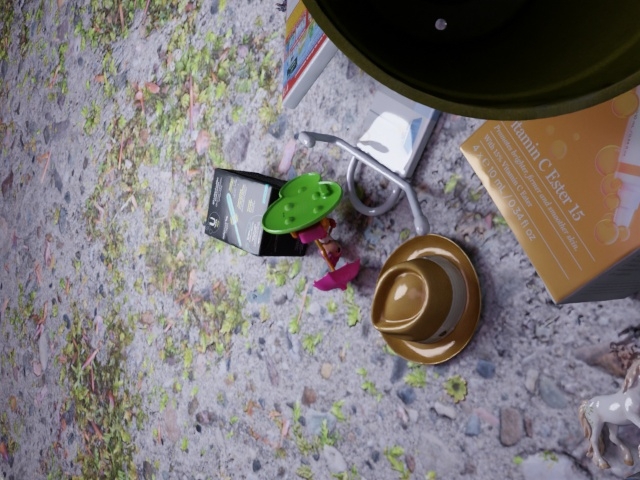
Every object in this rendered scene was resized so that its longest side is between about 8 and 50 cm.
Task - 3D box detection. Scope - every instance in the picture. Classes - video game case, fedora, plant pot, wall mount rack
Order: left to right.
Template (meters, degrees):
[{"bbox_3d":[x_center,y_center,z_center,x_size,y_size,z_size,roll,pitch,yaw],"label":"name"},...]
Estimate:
[{"bbox_3d":[-0.005,-0.369,1.102,0.204,0.025,0.285,-43,39,53],"label":"video game case"},{"bbox_3d":[0.117,-0.171,0.997,0.304,0.131,0.349,39,117,39],"label":"wall mount rack"},{"bbox_3d":[0.129,0.084,1.014,0.194,0.079,0.194,-1,89,46],"label":"fedora"},{"bbox_3d":[0.146,-0.309,0.681,0.353,0.367,0.366,-85,9,-76],"label":"plant pot"}]

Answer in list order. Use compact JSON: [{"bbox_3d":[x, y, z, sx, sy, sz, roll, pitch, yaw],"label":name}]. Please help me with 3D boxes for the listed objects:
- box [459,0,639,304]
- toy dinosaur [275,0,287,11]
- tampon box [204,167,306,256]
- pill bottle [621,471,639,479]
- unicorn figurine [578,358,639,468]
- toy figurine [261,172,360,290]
[{"bbox_3d":[0.351,-0.115,0.731,0.345,0.168,0.214,-45,59,35],"label":"box"},{"bbox_3d":[-0.060,-0.441,1.262,0.090,0.047,0.082,14,90,11],"label":"toy dinosaur"},{"bbox_3d":[-0.105,-0.048,1.237,0.161,0.102,0.120,21,103,44],"label":"tampon box"},{"bbox_3d":[0.349,0.274,0.746,0.078,0.137,0.078,-2,88,46],"label":"pill bottle"},{"bbox_3d":[0.344,0.190,0.804,0.162,0.060,0.111,-29,59,47],"label":"unicorn figurine"},{"bbox_3d":[0.000,0.000,1.120,0.130,0.159,0.173,-22,28,7],"label":"toy figurine"}]
